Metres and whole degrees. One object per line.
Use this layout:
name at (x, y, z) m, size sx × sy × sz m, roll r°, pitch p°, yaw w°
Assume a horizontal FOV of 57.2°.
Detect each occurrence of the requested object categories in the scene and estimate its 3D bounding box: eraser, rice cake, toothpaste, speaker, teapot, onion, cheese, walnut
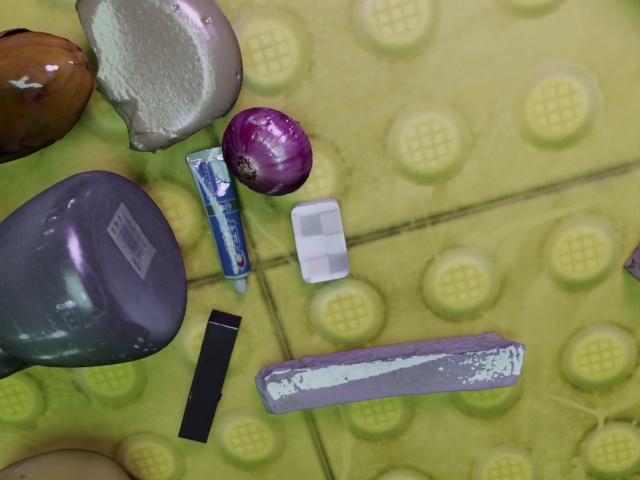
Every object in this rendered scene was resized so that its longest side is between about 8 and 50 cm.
eraser at (0.000, 0.000, 0.766) m, size 0.065 × 0.026 × 0.105 m, roll -11°, pitch 107°, yaw 2°
rice cake at (0.092, 0.180, 0.805) m, size 0.365 × 0.056 × 0.072 m, roll -9°, pitch 102°, yaw 5°
toothpaste at (-0.124, -0.022, 0.760) m, size 0.057 × 0.035 × 0.197 m, roll -15°, pitch 106°, yaw -10°
speaker at (-0.155, 0.193, 0.826) m, size 0.046 × 0.040 × 0.191 m, roll 16°, pitch 107°, yaw -6°
teapot at (-0.346, 0.047, 0.670) m, size 0.285 × 0.305 × 0.223 m, roll -19°, pitch 63°, yaw 15°
onion at (-0.060, -0.109, 0.702) m, size 0.115 × 0.115 × 0.104 m, roll 47°, pitch 59°, yaw -12°
cheese at (-0.185, -0.216, 0.669) m, size 0.175 × 0.091 × 0.202 m, roll -27°, pitch 104°, yaw 10°
walnut at (-0.358, -0.156, 0.669) m, size 0.245 × 0.137 × 0.137 m, roll -26°, pitch 106°, yaw 22°

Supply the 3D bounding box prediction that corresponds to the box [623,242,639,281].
box at (0.436, 0.014, 0.738) m, size 0.045 × 0.062 × 0.098 m, roll 24°, pitch 106°, yaw -7°

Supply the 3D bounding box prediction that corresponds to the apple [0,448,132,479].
apple at (-0.378, 0.428, 0.812) m, size 0.262 × 0.262 × 0.262 m, roll 0°, pitch 108°, yaw 2°
